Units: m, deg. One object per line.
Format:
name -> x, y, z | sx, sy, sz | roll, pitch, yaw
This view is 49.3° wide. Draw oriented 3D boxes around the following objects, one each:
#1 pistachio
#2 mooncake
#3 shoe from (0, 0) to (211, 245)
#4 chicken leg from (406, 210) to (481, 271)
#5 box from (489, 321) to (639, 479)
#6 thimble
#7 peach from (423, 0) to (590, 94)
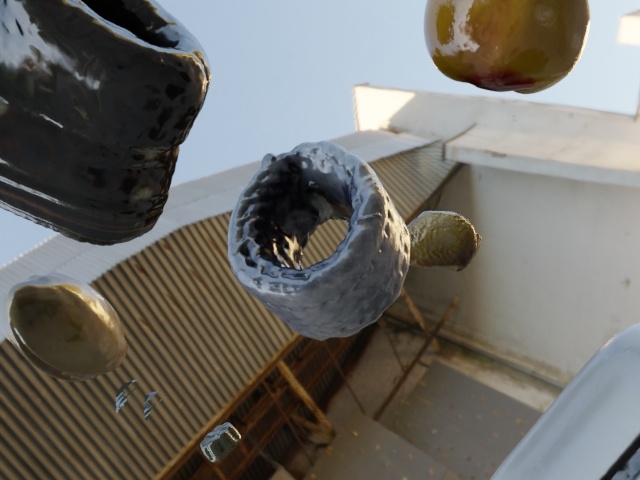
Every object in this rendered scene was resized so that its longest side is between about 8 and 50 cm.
pistachio -> -0.463, 0.155, 1.253 | 0.293, 0.162, 0.182 | 66, -168, -56
mooncake -> -0.219, 0.271, 1.060 | 0.150, 0.346, 0.057 | -37, -68, -48
shoe -> -0.293, -0.174, 0.648 | 0.237, 0.383, 0.171 | -64, -3, 19
chicken leg -> 0.148, 0.013, 1.184 | 0.087, 0.251, 0.107 | 80, 177, -73
box -> 0.301, 0.245, 0.516 | 0.141, 0.349, 0.289 | 26, -76, -45
thimble -> 0.000, 0.000, 0.916 | 0.217, 0.246, 0.157 | -25, -40, 10
peach -> 0.157, -0.191, 0.587 | 0.138, 0.138, 0.138 | -23, -57, -43
